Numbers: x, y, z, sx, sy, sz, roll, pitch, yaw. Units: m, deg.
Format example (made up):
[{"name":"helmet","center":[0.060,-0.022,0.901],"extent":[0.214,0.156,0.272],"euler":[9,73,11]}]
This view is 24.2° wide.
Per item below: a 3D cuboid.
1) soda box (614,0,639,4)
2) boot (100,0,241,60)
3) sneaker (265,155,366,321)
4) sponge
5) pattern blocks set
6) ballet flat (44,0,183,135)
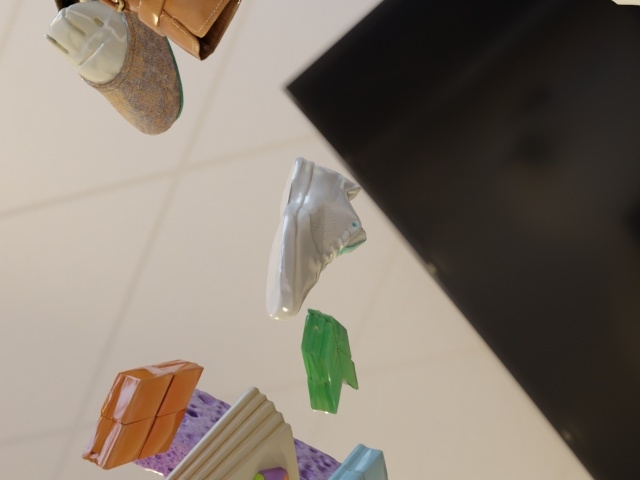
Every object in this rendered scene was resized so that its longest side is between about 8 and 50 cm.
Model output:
[{"name":"soda box","center":[0.121,-0.192,0.731],"extent":[0.216,0.069,0.074],"euler":[27,174,-36]},{"name":"boot","center":[-0.165,-0.228,1.194],"extent":[0.220,0.109,0.283],"euler":[38,157,-6]},{"name":"sneaker","center":[0.000,0.000,1.538],"extent":[0.094,0.080,0.212],"euler":[17,-132,-6]},{"name":"sponge","center":[-0.029,0.157,0.977],"extent":[0.210,0.031,0.117],"euler":[26,-171,9]},{"name":"pattern blocks set","center":[-0.062,0.184,0.772],"extent":[0.026,0.325,0.285],"euler":[14,141,33]},{"name":"ballet flat","center":[-0.242,-0.246,1.512],"extent":[0.106,0.107,0.316],"euler":[-8,-112,-51]}]
